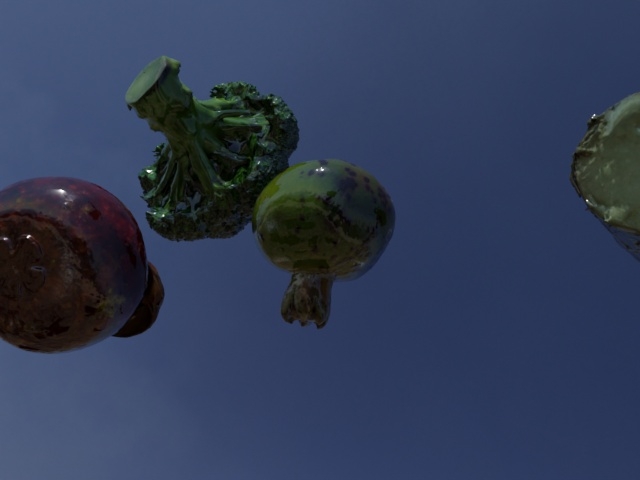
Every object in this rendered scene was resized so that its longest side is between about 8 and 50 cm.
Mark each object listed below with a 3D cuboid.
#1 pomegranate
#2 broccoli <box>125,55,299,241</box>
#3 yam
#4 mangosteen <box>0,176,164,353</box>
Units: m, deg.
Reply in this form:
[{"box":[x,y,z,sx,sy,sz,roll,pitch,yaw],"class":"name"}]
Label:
[{"box":[0.000,0.000,1.001,0.202,0.247,0.202,7,-17,2],"class":"pomegranate"},{"box":[-0.192,-0.142,1.138,0.298,0.297,0.297,-10,-40,38],"class":"broccoli"},{"box":[0.468,-0.061,0.959,0.195,0.195,0.300,-6,-18,36],"class":"yam"},{"box":[-0.221,0.026,0.618,0.156,0.146,0.181,64,-13,1],"class":"mangosteen"}]
